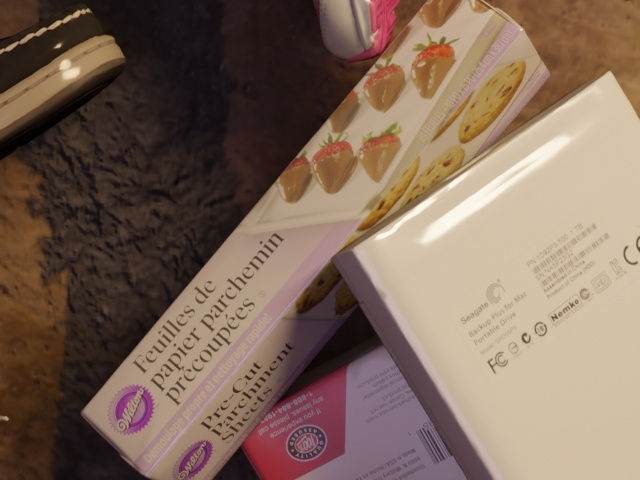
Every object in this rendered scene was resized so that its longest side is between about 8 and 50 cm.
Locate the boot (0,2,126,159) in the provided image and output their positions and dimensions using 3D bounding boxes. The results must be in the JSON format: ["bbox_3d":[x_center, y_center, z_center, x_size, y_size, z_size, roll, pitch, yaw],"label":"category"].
[{"bbox_3d":[-0.329,-0.138,1.157,0.377,0.138,0.284,-21,93,14],"label":"boot"}]

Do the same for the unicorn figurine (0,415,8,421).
[{"bbox_3d":[-0.251,0.069,1.189,0.162,0.111,0.060,36,102,1],"label":"unicorn figurine"}]

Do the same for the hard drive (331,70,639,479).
[{"bbox_3d":[0.166,0.086,1.109,0.203,0.040,0.307,-34,96,-26],"label":"hard drive"}]

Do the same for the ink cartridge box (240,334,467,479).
[{"bbox_3d":[0.075,0.158,1.166,0.158,0.092,0.218,-29,92,12],"label":"ink cartridge box"}]

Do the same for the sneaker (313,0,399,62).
[{"bbox_3d":[-0.032,-0.214,1.125,0.111,0.103,0.252,-21,89,15],"label":"sneaker"}]

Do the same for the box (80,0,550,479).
[{"bbox_3d":[0.000,0.000,1.119,0.063,0.067,0.324,39,87,31],"label":"box"}]
